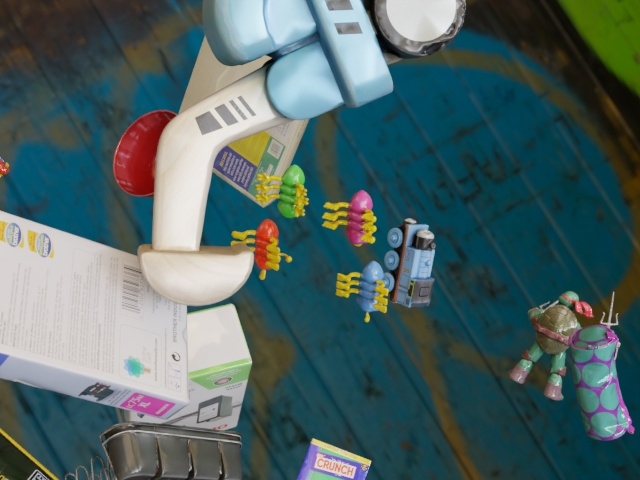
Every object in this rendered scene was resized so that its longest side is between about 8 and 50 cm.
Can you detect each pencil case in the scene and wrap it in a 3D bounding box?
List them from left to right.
[{"bbox_3d":[0.389,0.198,1.564,0.070,0.152,0.064,-5,-161,26],"label":"pencil case"}]

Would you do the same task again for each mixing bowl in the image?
[{"bbox_3d":[-0.308,-0.155,2.233,0.181,0.181,0.098,-33,147,15],"label":"mixing bowl"}]

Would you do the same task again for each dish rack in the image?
[{"bbox_3d":[-0.246,0.322,1.426,0.271,0.074,0.208,-36,145,31],"label":"dish rack"}]

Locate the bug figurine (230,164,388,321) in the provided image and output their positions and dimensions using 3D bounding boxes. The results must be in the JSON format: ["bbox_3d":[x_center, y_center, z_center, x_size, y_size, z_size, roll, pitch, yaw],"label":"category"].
[{"bbox_3d":[0.000,0.000,1.740,0.072,0.279,0.216,-40,146,-50],"label":"bug figurine"}]

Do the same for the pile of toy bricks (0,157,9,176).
[{"bbox_3d":[-0.566,-0.103,1.694,0.212,0.118,0.105,-4,-139,50],"label":"pile of toy bricks"}]

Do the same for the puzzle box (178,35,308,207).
[{"bbox_3d":[-0.146,-0.301,2.341,0.052,0.272,0.409,-36,156,-52],"label":"puzzle box"}]

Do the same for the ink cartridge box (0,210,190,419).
[{"bbox_3d":[-0.295,0.080,1.285,0.311,0.186,0.065,22,136,-33],"label":"ink cartridge box"}]

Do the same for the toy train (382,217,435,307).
[{"bbox_3d":[0.189,0.049,2.352,0.080,0.184,0.105,0,-165,-45],"label":"toy train"}]

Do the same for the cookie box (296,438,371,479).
[{"bbox_3d":[0.011,0.344,1.580,0.040,0.091,0.107,96,14,-75],"label":"cookie box"}]

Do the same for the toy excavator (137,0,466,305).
[{"bbox_3d":[-0.062,-0.194,1.306,0.445,0.433,0.222,-23,-169,-7],"label":"toy excavator"}]

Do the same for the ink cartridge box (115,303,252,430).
[{"bbox_3d":[-0.230,0.231,1.837,0.198,0.115,0.273,-13,152,-16],"label":"ink cartridge box"}]

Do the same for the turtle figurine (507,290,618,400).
[{"bbox_3d":[0.455,0.178,2.162,0.118,0.175,0.234,15,102,-51],"label":"turtle figurine"}]

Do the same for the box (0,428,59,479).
[{"bbox_3d":[-0.518,0.430,1.702,0.079,0.257,0.322,-43,-174,22],"label":"box"}]
